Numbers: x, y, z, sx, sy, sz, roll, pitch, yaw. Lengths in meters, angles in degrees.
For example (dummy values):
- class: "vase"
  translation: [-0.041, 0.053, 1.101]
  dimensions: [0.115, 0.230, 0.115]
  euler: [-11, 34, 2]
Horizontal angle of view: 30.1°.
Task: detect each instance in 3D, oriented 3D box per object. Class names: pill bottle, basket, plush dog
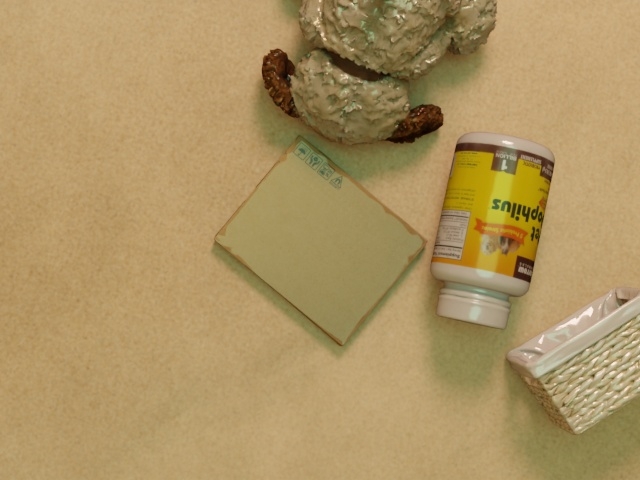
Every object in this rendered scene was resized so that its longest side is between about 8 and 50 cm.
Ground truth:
- class: "pill bottle"
  translation: [0.195, -0.010, 1.376]
  dimensions: [0.117, 0.117, 0.215]
  euler: [12, 87, -2]
- class: "basket"
  translation: [0.318, 0.139, 1.378]
  dimensions: [0.167, 0.113, 0.103]
  euler: [-31, 93, -4]
- class: "plush dog"
  translation: [0.055, -0.214, 1.363]
  dimensions: [0.262, 0.211, 0.225]
  euler: [18, 113, 0]

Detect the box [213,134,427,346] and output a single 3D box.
- class: "box"
  translation: [0.000, 0.000, 1.415]
  dimensions: [0.201, 0.021, 0.164]
  euler: [40, 86, 0]
